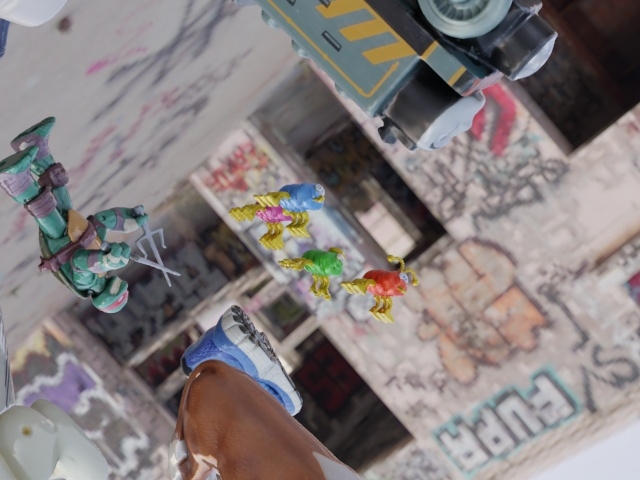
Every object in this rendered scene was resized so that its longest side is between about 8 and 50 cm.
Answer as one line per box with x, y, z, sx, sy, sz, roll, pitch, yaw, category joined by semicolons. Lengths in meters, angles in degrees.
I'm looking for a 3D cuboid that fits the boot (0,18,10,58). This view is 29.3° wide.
-0.510;-0.253;1.792;0.086;0.069;0.190;-6;137;-37;boot

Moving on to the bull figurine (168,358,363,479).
-0.028;0.247;1.120;0.101;0.310;0.188;-13;139;-44;bull figurine

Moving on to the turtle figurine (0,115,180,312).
-0.239;-0.005;1.257;0.118;0.234;0.175;-33;-157;1;turtle figurine

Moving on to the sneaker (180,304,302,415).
-0.133;0.214;1.912;0.147;0.130;0.330;-32;150;0;sneaker

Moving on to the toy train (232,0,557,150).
0.032;-0.227;0.996;0.190;0.334;0.142;-48;174;28;toy train

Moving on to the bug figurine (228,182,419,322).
0.000;0.000;1.707;0.216;0.279;0.072;5;-124;53;bug figurine

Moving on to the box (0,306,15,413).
-0.419;0.063;1.346;0.113;0.275;0.094;-6;-176;5;box

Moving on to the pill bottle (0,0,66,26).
-0.464;-0.389;1.355;0.392;0.224;0.224;17;136;-41;pill bottle

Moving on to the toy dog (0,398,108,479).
-0.550;0.373;1.727;0.284;0.395;0.408;-9;-151;29;toy dog
